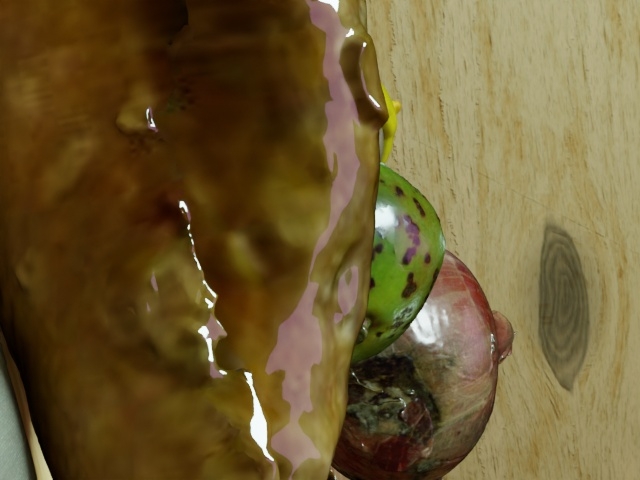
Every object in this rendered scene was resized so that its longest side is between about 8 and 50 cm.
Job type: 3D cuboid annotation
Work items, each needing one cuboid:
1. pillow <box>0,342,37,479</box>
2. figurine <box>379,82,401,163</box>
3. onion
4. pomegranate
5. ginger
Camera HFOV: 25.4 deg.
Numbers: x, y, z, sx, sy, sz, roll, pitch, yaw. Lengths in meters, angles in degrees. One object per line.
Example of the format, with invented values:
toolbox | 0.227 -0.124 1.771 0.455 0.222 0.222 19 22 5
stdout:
pillow | -0.112 0.082 0.412 0.232 0.038 0.130 -91 169 -86
figurine | -0.004 -0.057 1.572 0.215 0.187 0.343 93 -1 -53
onion | 0.094 0.169 1.929 0.353 0.354 0.353 -8 90 -87
pomegranate | 0.000 0.000 1.327 0.211 0.211 0.263 79 -12 -45
ginger | -0.054 -0.024 0.556 0.172 0.165 0.321 114 -33 -85
